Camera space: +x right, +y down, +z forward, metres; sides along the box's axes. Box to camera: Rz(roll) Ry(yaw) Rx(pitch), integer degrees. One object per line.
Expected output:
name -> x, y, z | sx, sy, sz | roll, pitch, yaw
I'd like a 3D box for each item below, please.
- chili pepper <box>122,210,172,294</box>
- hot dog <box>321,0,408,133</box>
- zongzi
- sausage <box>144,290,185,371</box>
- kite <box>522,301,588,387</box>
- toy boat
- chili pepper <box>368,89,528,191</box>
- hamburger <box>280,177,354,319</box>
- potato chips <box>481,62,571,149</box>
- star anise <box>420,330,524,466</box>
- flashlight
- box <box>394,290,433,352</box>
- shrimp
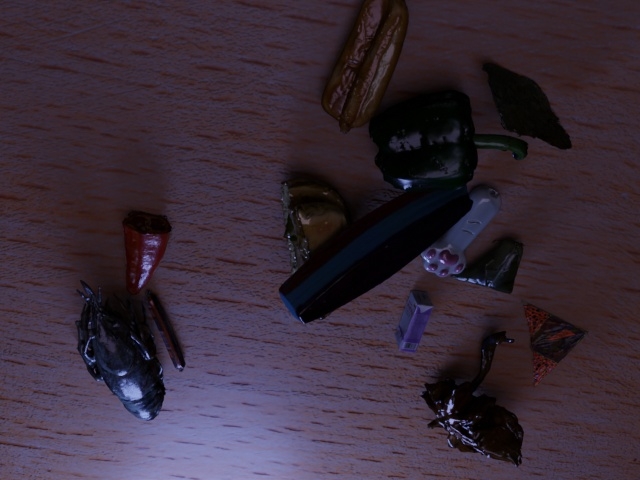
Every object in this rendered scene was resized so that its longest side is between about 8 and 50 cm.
chili pepper -> -0.330, 0.034, 1.730 | 0.088, 0.065, 0.169 | 12, 123, -9
hot dog -> 0.076, -0.289, 1.551 | 0.102, 0.076, 0.249 | 34, 117, 21
zongzi -> 0.314, 0.038, 1.773 | 0.119, 0.055, 0.109 | 13, 117, 2
sausage -> -0.301, 0.179, 1.836 | 0.028, 0.025, 0.198 | 3, 126, 33
kite -> 0.478, 0.199, 1.900 | 0.125, 0.008, 0.222 | -12, 120, 4
toy boat -> 0.108, 0.012, 1.652 | 0.392, 0.079, 0.136 | -34, 132, -7
chili pepper -> 0.216, -0.168, 1.583 | 0.261, 0.174, 0.165 | -10, 96, 4
hamburger -> 0.000, 0.000, 1.702 | 0.131, 0.124, 0.262 | -24, 128, -18
potato chips -> 0.343, -0.220, 1.583 | 0.209, 0.142, 0.026 | 50, 141, -7
star anise -> 0.317, 0.320, 1.880 | 0.237, 0.148, 0.346 | 27, 127, 31
flashlight -> 0.263, -0.014, 1.739 | 0.093, 0.047, 0.200 | 26, 116, -17
box -> 0.181, 0.158, 1.834 | 0.036, 0.051, 0.117 | 7, 119, -16
shrimp -> -0.399, 0.204, 1.781 | 0.172, 0.137, 0.372 | -13, 121, 9
